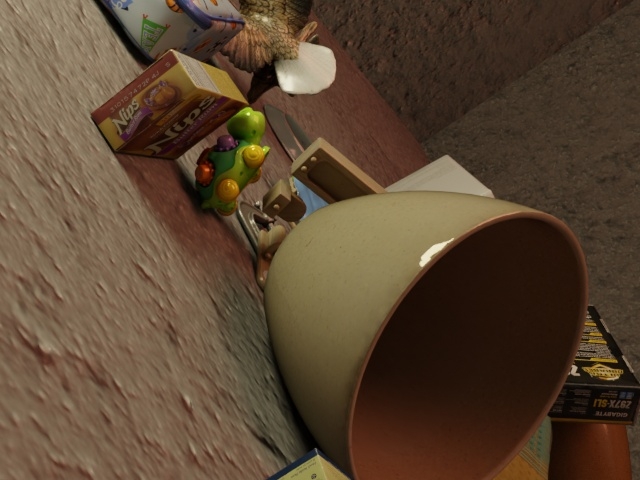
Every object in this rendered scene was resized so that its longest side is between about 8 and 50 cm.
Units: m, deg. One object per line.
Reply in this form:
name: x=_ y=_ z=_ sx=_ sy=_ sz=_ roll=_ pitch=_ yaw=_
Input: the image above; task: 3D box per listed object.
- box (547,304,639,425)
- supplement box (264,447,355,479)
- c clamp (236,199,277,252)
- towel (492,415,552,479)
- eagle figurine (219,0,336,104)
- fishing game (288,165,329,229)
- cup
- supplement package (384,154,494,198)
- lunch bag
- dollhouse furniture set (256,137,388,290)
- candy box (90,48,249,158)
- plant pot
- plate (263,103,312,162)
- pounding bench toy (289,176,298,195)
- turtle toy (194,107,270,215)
box: x=0.307 y=0.182 z=1.859 sx=0.257 sy=0.322 sz=0.079 roll=-101 pitch=-164 yaw=-62
supplement box: x=0.005 y=0.237 z=1.002 sx=0.083 sy=0.056 sz=0.083 roll=46 pitch=15 yaw=-42
c clamp: x=-0.055 y=0.007 z=1.488 sx=0.137 sy=0.022 sz=0.161 roll=37 pitch=23 yaw=-57
towel: x=0.195 y=0.256 z=1.551 sx=0.271 sy=0.040 sz=0.370 roll=43 pitch=25 yaw=-7
eagle figurine: x=-0.120 y=-0.351 z=1.840 sx=0.298 sy=0.225 sz=0.226 roll=60 pitch=19 yaw=-46
fishing game: x=0.007 y=-0.033 z=1.753 sx=0.189 sy=0.041 sz=0.264 roll=59 pitch=26 yaw=-11
cup: x=0.076 y=0.081 z=1.223 sx=0.237 sy=0.331 sz=0.331 roll=30 pitch=-9 yaw=42
supplement package: x=0.248 y=-0.023 z=2.323 sx=0.175 sy=0.177 sz=0.293 roll=61 pitch=0 yaw=-20
lunch bag: x=-0.224 y=-0.352 z=1.571 sx=0.243 sy=0.115 sz=0.303 roll=54 pitch=10 yaw=1
dollhouse furniture set: x=0.000 y=0.000 z=1.372 sx=0.144 sy=0.151 sz=0.123 roll=38 pitch=26 yaw=-23
candy box: x=-0.155 y=-0.139 z=1.257 sx=0.053 sy=0.109 sz=0.186 roll=56 pitch=11 yaw=7
plant pot: x=0.411 y=0.393 z=1.930 sx=0.237 sy=0.237 sz=0.254 roll=32 pitch=39 yaw=-64
plate: x=-0.035 y=-0.164 z=2.065 sx=0.188 sy=0.024 sz=0.188 roll=53 pitch=11 yaw=-14
pounding bench toy: x=-0.014 y=-0.088 z=1.861 sx=0.065 sy=0.052 sz=0.083 roll=50 pitch=12 yaw=-25
turtle toy: x=-0.100 y=-0.090 z=1.350 sx=0.066 sy=0.130 sz=0.095 roll=35 pitch=-14 yaw=2
